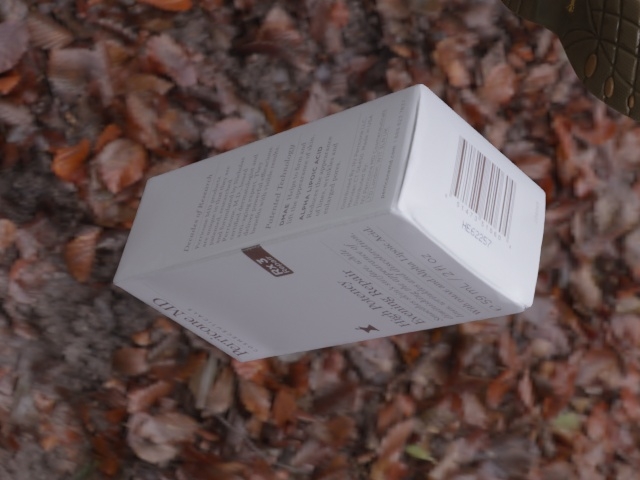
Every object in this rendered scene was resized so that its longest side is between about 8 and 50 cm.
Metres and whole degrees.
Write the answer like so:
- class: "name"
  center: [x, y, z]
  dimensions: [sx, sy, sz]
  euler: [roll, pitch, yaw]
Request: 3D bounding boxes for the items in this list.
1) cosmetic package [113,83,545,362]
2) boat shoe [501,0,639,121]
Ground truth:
- class: "cosmetic package"
  center: [0.000, 0.000, 0.702]
  dimensions: [0.117, 0.231, 0.086]
  euler: [35, 54, -33]
- class: "boat shoe"
  center: [0.179, -0.134, 0.745]
  dimensions: [0.060, 0.178, 0.064]
  euler: [-3, 131, -34]
